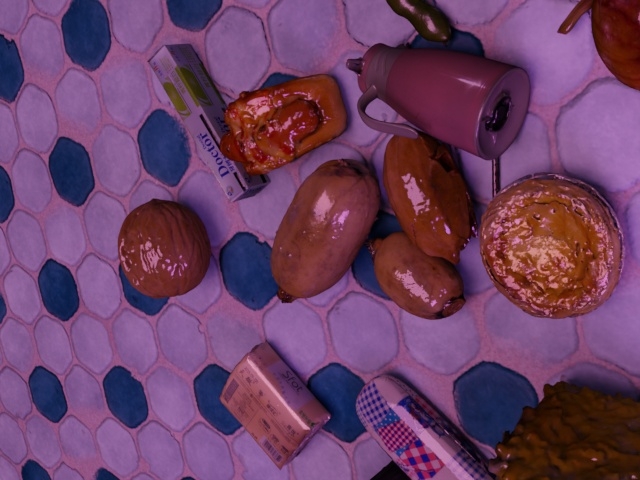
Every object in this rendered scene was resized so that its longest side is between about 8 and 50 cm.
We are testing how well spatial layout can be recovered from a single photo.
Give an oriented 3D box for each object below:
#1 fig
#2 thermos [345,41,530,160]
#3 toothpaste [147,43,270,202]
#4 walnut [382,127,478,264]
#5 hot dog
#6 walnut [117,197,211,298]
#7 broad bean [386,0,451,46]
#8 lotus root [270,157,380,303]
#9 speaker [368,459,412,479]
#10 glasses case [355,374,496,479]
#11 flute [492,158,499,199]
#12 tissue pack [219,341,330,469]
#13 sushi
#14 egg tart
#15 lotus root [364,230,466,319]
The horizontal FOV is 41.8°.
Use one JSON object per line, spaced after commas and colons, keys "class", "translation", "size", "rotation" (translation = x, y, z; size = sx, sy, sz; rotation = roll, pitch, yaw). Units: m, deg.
{"class": "fig", "translation": [0.422, -0.308, 1.116], "size": [0.207, 0.175, 0.175], "rotation": [53, 131, 37]}
{"class": "thermos", "translation": [0.172, -0.229, 1.323], "size": [0.265, 0.176, 0.146], "rotation": [26, 156, 33]}
{"class": "toothpaste", "translation": [-0.222, -0.237, 1.673], "size": [0.067, 0.081, 0.336], "rotation": [-36, 82, 35]}
{"class": "walnut", "translation": [0.177, -0.074, 1.382], "size": [0.137, 0.137, 0.245], "rotation": [-16, 94, 40]}
{"class": "hot dog", "translation": [-0.085, -0.207, 1.529], "size": [0.256, 0.153, 0.150], "rotation": [-20, 92, 40]}
{"class": "walnut", "translation": [-0.330, 0.015, 1.771], "size": [0.213, 0.213, 0.213], "rotation": [13, 112, 34]}
{"class": "broad bean", "translation": [0.124, -0.412, 1.374], "size": [0.053, 0.052, 0.256], "rotation": [-37, 74, -3]}
{"class": "lotus root", "translation": [0.000, 0.000, 1.520], "size": [0.151, 0.169, 0.343], "rotation": [30, 124, 9]}
{"class": "speaker", "translation": [0.153, 0.564, 1.594], "size": [0.231, 0.153, 0.192], "rotation": [46, 126, 17]}
{"class": "glasses case", "translation": [0.198, 0.386, 1.552], "size": [0.327, 0.076, 0.125], "rotation": [44, 124, 18]}
{"class": "flute", "translation": [0.289, -0.056, 1.380], "size": [0.014, 0.014, 0.270], "rotation": [8, 109, 36]}
{"class": "tissue pack", "translation": [-0.102, 0.346, 1.762], "size": [0.222, 0.090, 0.186], "rotation": [46, 129, 19]}
{"class": "sushi", "translation": [0.374, 0.432, 1.233], "size": [0.240, 0.396, 0.351], "rotation": [15, 119, 30]}
{"class": "egg tart", "translation": [0.358, 0.008, 1.297], "size": [0.234, 0.094, 0.234], "rotation": [11, 110, 32]}
{"class": "lotus root", "translation": [0.155, 0.053, 1.457], "size": [0.221, 0.118, 0.125], "rotation": [38, 109, 24]}
